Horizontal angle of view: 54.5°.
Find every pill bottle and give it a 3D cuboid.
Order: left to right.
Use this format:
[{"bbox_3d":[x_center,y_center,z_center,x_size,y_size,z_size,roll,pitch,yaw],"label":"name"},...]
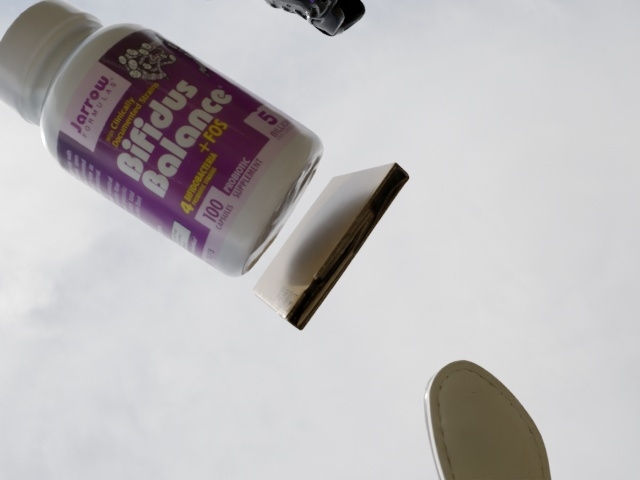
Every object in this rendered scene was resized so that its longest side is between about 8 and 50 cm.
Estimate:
[{"bbox_3d":[-0.162,-0.108,0.623,0.301,0.169,0.169,32,-122,2],"label":"pill bottle"}]

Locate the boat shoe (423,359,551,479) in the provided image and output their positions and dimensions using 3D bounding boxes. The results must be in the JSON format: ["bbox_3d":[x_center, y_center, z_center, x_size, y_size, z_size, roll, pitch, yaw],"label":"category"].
[{"bbox_3d":[0.194,0.276,0.649,0.116,0.097,0.324,-29,-94,-14],"label":"boat shoe"}]

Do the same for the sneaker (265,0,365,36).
[{"bbox_3d":[-0.025,-0.290,0.685,0.102,0.293,0.146,-46,-60,-44],"label":"sneaker"}]

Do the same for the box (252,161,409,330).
[{"bbox_3d":[0.000,0.000,0.611,0.021,0.201,0.164,37,-97,-12],"label":"box"}]
